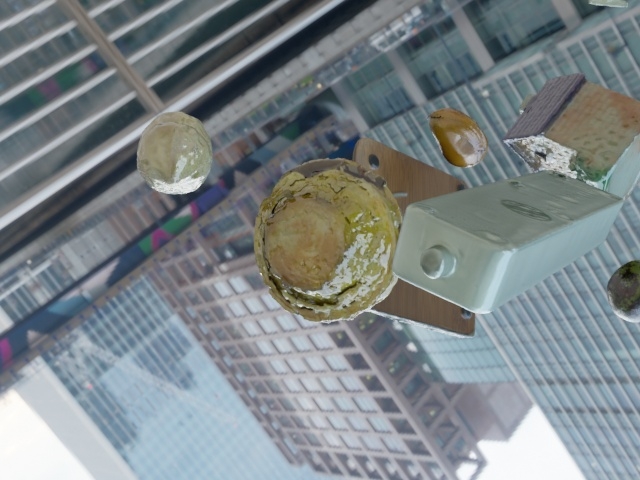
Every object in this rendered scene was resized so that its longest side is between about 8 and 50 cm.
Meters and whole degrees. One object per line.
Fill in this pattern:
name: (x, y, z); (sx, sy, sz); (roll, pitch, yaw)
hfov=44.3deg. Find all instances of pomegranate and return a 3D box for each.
pomegranate: (0.689, 0.120, 1.662); (0.138, 0.126, 0.163); (-27, -129, -19)

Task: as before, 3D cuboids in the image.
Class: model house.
model house: (0.571, -0.208, 1.783); (0.245, 0.280, 0.312); (-52, 151, -12)

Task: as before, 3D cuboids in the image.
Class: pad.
pad: (0.154, -0.002, 1.267); (0.018, 0.284, 0.287); (-22, -121, 46)

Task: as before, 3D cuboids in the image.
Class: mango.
mango: (0.222, -0.165, 1.271); (0.077, 0.127, 0.063); (-31, -144, 21)

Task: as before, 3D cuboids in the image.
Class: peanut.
peanut: (-0.216, -0.131, 1.162); (0.123, 0.124, 0.256); (-35, -170, -4)

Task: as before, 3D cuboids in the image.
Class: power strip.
power strip: (0.176, -0.010, 0.694); (0.385, 0.091, 0.062); (-16, 127, -56)

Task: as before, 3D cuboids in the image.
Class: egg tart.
egg tart: (0.000, 0.000, 1.099); (0.241, 0.241, 0.106); (-29, 168, 25)

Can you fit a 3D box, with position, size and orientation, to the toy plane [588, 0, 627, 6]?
toy plane: (0.472, -0.495, 1.191); (0.092, 0.286, 0.108); (9, -150, 8)
